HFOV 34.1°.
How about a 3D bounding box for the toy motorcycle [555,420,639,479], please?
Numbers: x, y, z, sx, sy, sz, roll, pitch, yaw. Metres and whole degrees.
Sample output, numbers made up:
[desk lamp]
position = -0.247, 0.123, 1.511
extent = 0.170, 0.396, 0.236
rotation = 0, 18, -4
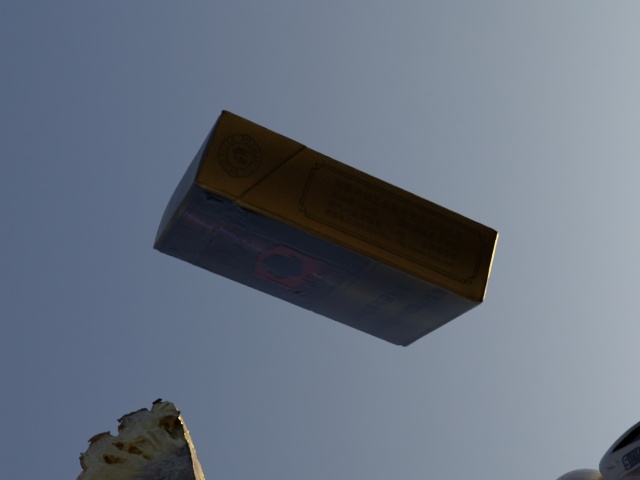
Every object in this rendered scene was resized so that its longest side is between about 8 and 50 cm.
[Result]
[toy motorcycle]
position = 0.254, 0.156, 0.693
extent = 0.112, 0.254, 0.112
rotation = 30, -132, -40

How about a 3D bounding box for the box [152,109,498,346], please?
[box]
position = 0.000, 0.000, 0.837
extent = 0.240, 0.159, 0.071
rotation = 23, -114, -13

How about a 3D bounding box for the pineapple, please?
[pineapple]
position = -0.141, 0.226, 0.776
extent = 0.135, 0.233, 0.079
rotation = -21, -56, -9
